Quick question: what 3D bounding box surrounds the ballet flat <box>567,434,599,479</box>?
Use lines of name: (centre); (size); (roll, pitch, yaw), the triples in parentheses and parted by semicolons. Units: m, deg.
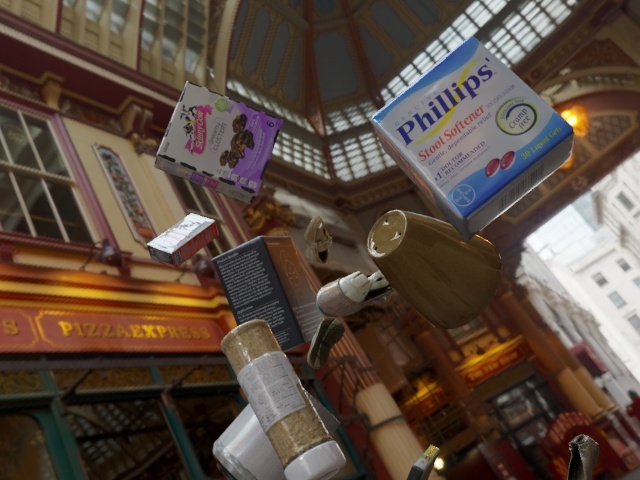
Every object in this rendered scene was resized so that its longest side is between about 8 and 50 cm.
ballet flat: (0.566, 0.535, 1.413); (0.084, 0.058, 0.250); (-45, 12, 49)

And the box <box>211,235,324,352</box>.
box: (-0.172, 0.200, 2.288); (0.212, 0.395, 0.293); (-24, -7, 16)

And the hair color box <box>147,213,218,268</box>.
hair color box: (-0.359, -0.001, 1.688); (0.167, 0.093, 0.053); (-41, -43, -41)

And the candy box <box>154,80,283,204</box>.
candy box: (-0.191, -0.183, 1.215); (0.196, 0.164, 0.070); (21, -19, -12)

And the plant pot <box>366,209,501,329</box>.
plant pot: (0.233, 0.044, 1.441); (0.254, 0.237, 0.237); (31, -63, -32)

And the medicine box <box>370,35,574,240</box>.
medicine box: (0.294, -0.199, 1.268); (0.263, 0.289, 0.149); (-39, -23, 2)

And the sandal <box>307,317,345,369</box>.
sandal: (0.006, 0.275, 1.721); (0.049, 0.072, 0.180); (-46, 9, 46)

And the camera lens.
camera lens: (-0.114, 0.498, 1.603); (0.274, 0.219, 0.219); (-48, -23, -14)

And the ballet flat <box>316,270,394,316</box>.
ballet flat: (0.108, 0.127, 1.731); (0.316, 0.107, 0.106); (-10, -34, -54)

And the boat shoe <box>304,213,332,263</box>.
boat shoe: (0.000, 0.000, 1.523); (0.063, 0.059, 0.170); (-55, -16, -25)

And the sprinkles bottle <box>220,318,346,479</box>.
sprinkles bottle: (-0.084, 0.337, 1.340); (0.121, 0.355, 0.121); (-26, -27, -15)

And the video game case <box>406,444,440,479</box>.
video game case: (0.249, 0.730, 1.807); (0.274, 0.035, 0.248); (-68, -21, 4)
